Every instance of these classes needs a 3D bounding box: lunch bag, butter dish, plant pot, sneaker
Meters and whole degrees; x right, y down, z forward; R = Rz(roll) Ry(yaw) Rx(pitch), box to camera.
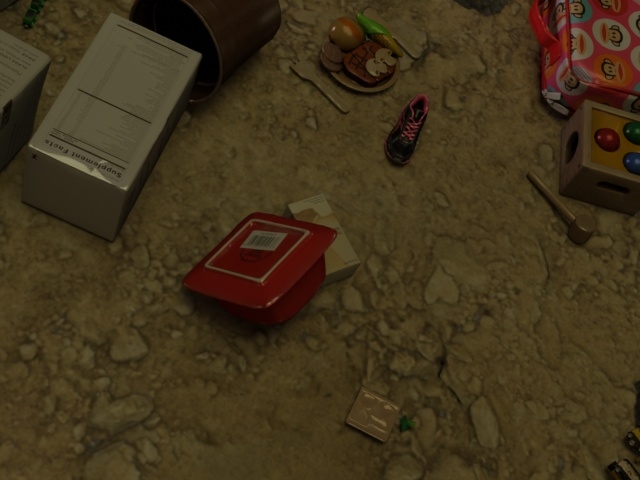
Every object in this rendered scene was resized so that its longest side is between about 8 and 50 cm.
[{"bbox_3d":[0.454,-0.322,1.836,0.258,0.120,0.293,13,59,-10],"label":"lunch bag"},{"bbox_3d":[-0.063,0.054,1.465,0.160,0.118,0.160,12,47,40],"label":"butter dish"},{"bbox_3d":[-0.151,-0.300,1.615,0.167,0.167,0.165,42,50,8],"label":"plant pot"},{"bbox_3d":[0.130,-0.167,1.682,0.047,0.057,0.119,25,58,-5],"label":"sneaker"}]

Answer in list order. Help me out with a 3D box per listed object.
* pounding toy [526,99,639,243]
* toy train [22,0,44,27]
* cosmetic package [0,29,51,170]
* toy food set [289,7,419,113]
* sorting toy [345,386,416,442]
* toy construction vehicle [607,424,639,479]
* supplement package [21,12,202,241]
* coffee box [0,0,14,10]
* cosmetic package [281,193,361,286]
[{"bbox_3d":[0.407,-0.102,1.711,0.181,0.094,0.206,15,58,-9],"label":"pounding toy"},{"bbox_3d":[-0.399,-0.334,1.625,0.017,0.024,0.083,19,58,-7],"label":"toy train"},{"bbox_3d":[-0.452,-0.162,1.418,0.151,0.151,0.184,28,46,-1],"label":"cosmetic package"},{"bbox_3d":[0.060,-0.280,1.734,0.132,0.038,0.192,43,58,9],"label":"toy food set"},{"bbox_3d":[0.079,0.228,1.466,0.083,0.012,0.062,27,52,2],"label":"sorting toy"},{"bbox_3d":[0.422,0.307,1.524,0.086,0.035,0.098,-28,75,-40],"label":"toy construction vehicle"},{"bbox_3d":[-0.271,-0.147,1.494,0.139,0.134,0.244,25,57,-3],"label":"supplement package"},{"bbox_3d":[-0.591,-0.443,1.440,0.338,0.334,0.337,40,58,7],"label":"coffee box"},{"bbox_3d":[0.000,0.000,1.553,0.060,0.041,0.115,-20,69,-27],"label":"cosmetic package"}]
